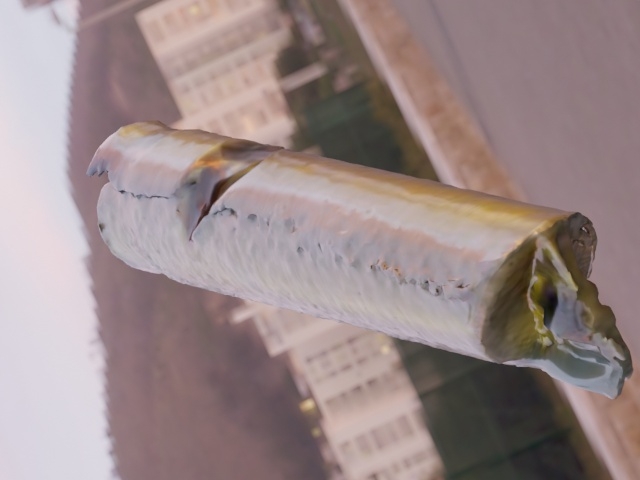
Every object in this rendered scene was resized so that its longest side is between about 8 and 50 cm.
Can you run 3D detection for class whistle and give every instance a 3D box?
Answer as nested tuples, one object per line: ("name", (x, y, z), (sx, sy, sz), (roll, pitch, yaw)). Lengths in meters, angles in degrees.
("whistle", (0.001, -0.001, 0.688), (0.326, 0.057, 0.068), (15, 143, 58))
